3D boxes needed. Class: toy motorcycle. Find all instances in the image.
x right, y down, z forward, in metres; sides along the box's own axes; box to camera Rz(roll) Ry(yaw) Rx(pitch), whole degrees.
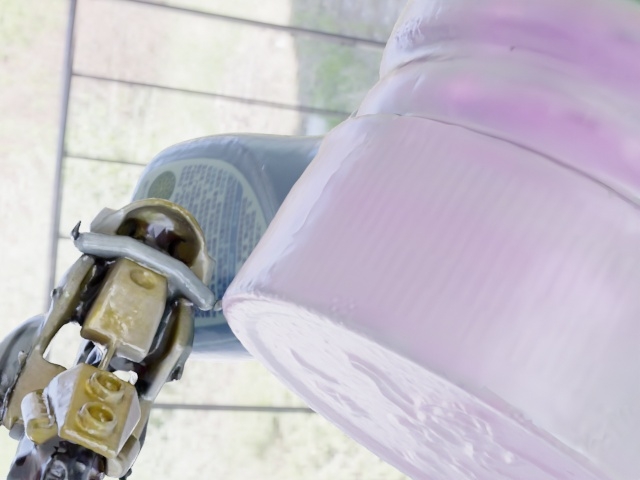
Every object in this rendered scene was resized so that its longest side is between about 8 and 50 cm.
[{"bbox_3d":[-0.111,0.055,0.650,0.130,0.094,0.229,-56,13,21],"label":"toy motorcycle"}]

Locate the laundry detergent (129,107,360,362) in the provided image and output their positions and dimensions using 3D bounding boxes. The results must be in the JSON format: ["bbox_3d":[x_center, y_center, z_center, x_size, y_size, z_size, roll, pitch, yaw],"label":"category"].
[{"bbox_3d":[0.000,0.000,0.734,0.290,0.094,0.143,-4,72,47],"label":"laundry detergent"}]

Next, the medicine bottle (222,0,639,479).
[{"bbox_3d":[0.132,-0.053,0.497,0.325,0.212,0.212,-56,21,-15],"label":"medicine bottle"}]
